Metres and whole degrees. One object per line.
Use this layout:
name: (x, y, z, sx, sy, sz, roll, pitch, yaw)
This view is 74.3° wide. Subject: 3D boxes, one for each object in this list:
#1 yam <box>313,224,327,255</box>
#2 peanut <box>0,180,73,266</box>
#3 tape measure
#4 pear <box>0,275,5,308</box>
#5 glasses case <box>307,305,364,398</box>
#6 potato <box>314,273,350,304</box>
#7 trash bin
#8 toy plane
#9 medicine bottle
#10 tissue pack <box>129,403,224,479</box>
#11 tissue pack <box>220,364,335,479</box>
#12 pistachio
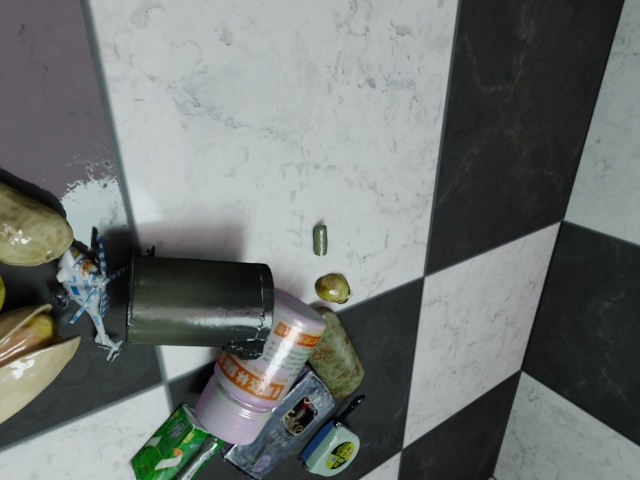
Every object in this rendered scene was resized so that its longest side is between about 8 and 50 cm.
yam: (0.000, 0.000, 1.249, 0.043, 0.043, 0.094, -19, 121, -29)
peanut: (-0.562, -0.030, 0.752, 0.224, 0.129, 0.129, 37, 87, -40)
tape measure: (0.088, 0.750, 1.644, 0.351, 0.098, 0.215, -49, 130, -4)
pear: (-0.641, 0.089, 0.691, 0.209, 0.209, 0.208, -17, 121, -30)
glasses case: (0.037, 0.388, 1.429, 0.157, 0.098, 0.425, -36, 129, -15)
potato: (0.036, 0.160, 1.341, 0.103, 0.066, 0.096, 5, 105, -36)
trash bin: (-0.276, 0.142, 0.955, 0.302, 0.251, 0.203, 7, 150, -23)
toy plane: (-0.497, 0.129, 0.923, 0.273, 0.108, 0.181, 90, 10, -49)
medicine bottle: (-0.167, 0.339, 1.171, 0.219, 0.219, 0.388, 29, 93, -42)
tissue pack: (-0.384, 0.604, 1.180, 0.209, 0.156, 0.148, -48, 134, -9)
tissue pack: (-0.138, 0.577, 1.368, 0.361, 0.122, 0.259, -39, 135, -17)
pistachio: (-0.627, 0.246, 0.799, 0.299, 0.187, 0.187, -39, 130, -15)
